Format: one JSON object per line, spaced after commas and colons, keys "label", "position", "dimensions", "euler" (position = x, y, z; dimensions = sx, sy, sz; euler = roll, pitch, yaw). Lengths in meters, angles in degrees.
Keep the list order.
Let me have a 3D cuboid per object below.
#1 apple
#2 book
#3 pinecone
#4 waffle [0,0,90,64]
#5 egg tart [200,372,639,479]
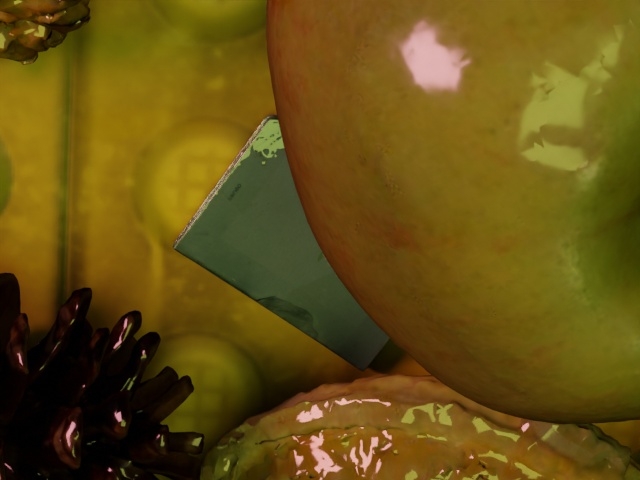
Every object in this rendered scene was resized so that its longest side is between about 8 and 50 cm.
{"label": "apple", "position": [0.144, -0.076, 0.776], "dimensions": [0.338, 0.305, 0.338], "euler": [-1, 106, -4]}
{"label": "book", "position": [0.000, 0.000, 0.942], "dimensions": [0.135, 0.017, 0.103], "euler": [34, 105, -12]}
{"label": "pinecone", "position": [-0.159, 0.107, 0.873], "dimensions": [0.208, 0.208, 0.207], "euler": [-1, 107, -3]}
{"label": "waffle", "position": [-0.216, -0.127, 0.790], "dimensions": [0.229, 0.231, 0.051], "euler": [0, 78, -3]}
{"label": "egg tart", "position": [0.058, 0.231, 0.919], "dimensions": [0.341, 0.132, 0.341], "euler": [6, 122, 10]}
